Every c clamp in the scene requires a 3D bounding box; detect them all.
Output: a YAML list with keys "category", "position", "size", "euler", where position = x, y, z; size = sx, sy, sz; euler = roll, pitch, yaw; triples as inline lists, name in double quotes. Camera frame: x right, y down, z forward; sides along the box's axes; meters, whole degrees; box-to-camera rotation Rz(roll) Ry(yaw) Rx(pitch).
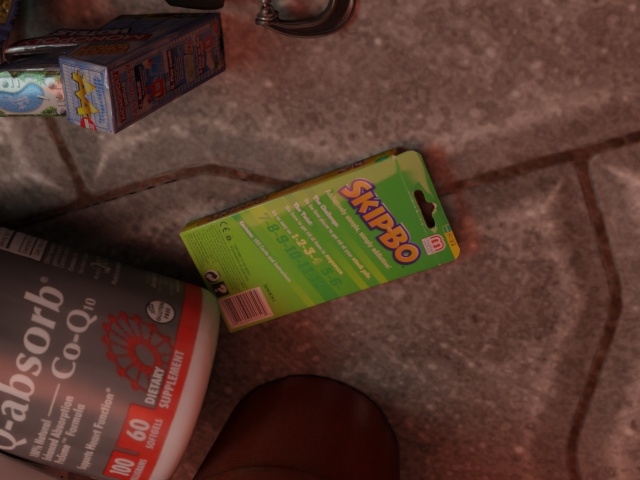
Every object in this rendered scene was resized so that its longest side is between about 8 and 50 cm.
- category: "c clamp"
  position: [-0.035, -0.254, 0.915]
  size: [0.137, 0.022, 0.160]
  euler: [-17, 114, -11]

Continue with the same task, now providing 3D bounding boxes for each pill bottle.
- category: "pill bottle"
  position: [-0.297, 0.099, 0.992]
  size: [0.363, 0.210, 0.210]
  euler: [17, 116, -13]

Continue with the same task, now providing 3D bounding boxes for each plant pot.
- category: "plant pot"
  position: [-0.030, 0.287, 1.037]
  size: [0.273, 0.265, 0.272]
  euler: [3, 115, 7]

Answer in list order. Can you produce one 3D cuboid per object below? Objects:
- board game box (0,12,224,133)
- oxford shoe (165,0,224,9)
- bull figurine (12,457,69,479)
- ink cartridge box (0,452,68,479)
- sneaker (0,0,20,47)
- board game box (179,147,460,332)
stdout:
- category: "board game box"
  position: [-0.202, -0.151, 0.910]
  size: [0.194, 0.194, 0.060]
  euler: [0, 114, 9]
- category: "oxford shoe"
  position: [-0.182, -0.266, 0.937]
  size: [0.212, 0.076, 0.076]
  euler: [11, 85, 7]
- category: "bull figurine"
  position: [-0.440, 0.260, 1.164]
  size: [0.310, 0.101, 0.188]
  euler: [-15, 130, 19]
- category: "ink cartridge box"
  position: [-0.409, 0.291, 0.994]
  size: [0.226, 0.131, 0.306]
  euler: [32, 137, -31]
- category: "sneaker"
  position: [-0.318, -0.252, 0.889]
  size: [0.112, 0.131, 0.296]
  euler: [35, 85, -50]
- category: "board game box"
  position: [0.000, 0.000, 1.032]
  size: [0.260, 0.039, 0.124]
  euler: [-18, 110, 19]
